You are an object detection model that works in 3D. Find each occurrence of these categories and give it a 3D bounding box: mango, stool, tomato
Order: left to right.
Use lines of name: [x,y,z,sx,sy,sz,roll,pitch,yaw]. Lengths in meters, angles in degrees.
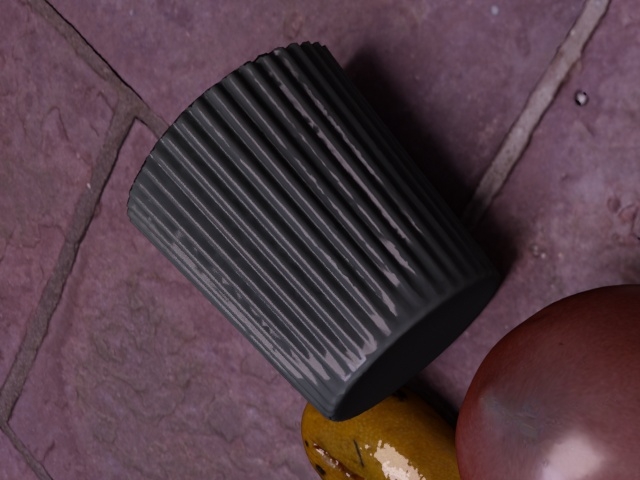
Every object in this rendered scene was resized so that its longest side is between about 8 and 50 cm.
stool: [0.000,0.000,1.621,0.330,0.297,0.297,49,130,15]
mango: [0.097,0.265,1.713,0.295,0.120,0.177,31,123,33]
tomato: [0.283,0.192,1.385,0.321,0.321,0.321,14,112,39]
